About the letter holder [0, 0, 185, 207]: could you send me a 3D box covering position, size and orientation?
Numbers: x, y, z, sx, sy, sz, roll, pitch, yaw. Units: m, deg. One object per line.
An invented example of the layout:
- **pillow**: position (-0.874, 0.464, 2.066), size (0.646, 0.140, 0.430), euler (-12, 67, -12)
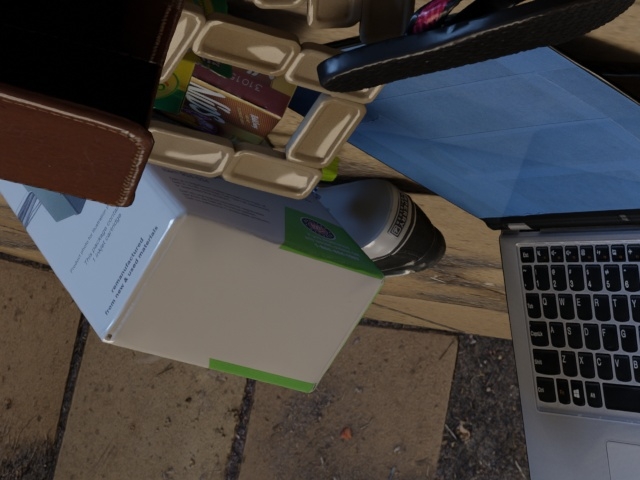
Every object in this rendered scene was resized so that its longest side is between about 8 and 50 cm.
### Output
- **letter holder**: position (-0.202, -0.141, 0.793), size (0.301, 0.152, 0.214), euler (13, 166, -8)

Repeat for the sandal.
- **sandal**: position (0.077, -0.118, 0.992), size (0.179, 0.040, 0.067), euler (-12, 169, 26)

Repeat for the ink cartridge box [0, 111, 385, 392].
- **ink cartridge box**: position (-0.111, -0.024, 1.385), size (0.198, 0.115, 0.273), euler (18, -159, -40)

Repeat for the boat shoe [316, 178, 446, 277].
- **boat shoe**: position (0.002, -0.004, 1.918), size (0.306, 0.113, 0.105), euler (-8, 147, 45)

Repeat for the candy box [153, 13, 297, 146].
- **candy box**: position (-0.075, -0.112, 1.269), size (0.109, 0.053, 0.186), euler (25, 173, -6)

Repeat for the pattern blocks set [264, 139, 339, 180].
- **pattern blocks set**: position (-0.123, -0.097, 1.695), size (0.285, 0.026, 0.325), euler (13, 174, -10)

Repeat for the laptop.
- **laptop**: position (0.145, 0.054, 1.298), size (0.236, 0.408, 0.382), euler (-9, -177, -26)

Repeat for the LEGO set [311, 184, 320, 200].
- **LEGO set**: position (-0.046, -0.020, 1.695), size (0.093, 0.087, 0.227), euler (26, -175, 38)

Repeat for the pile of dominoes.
- **pile of dominoes**: position (-0.077, -0.124, 1.028), size (0.251, 0.040, 0.196), euler (14, 135, -25)

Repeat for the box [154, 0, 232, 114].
- **box**: position (-0.141, -0.132, 1.107), size (0.179, 0.043, 0.105), euler (12, -146, -13)
